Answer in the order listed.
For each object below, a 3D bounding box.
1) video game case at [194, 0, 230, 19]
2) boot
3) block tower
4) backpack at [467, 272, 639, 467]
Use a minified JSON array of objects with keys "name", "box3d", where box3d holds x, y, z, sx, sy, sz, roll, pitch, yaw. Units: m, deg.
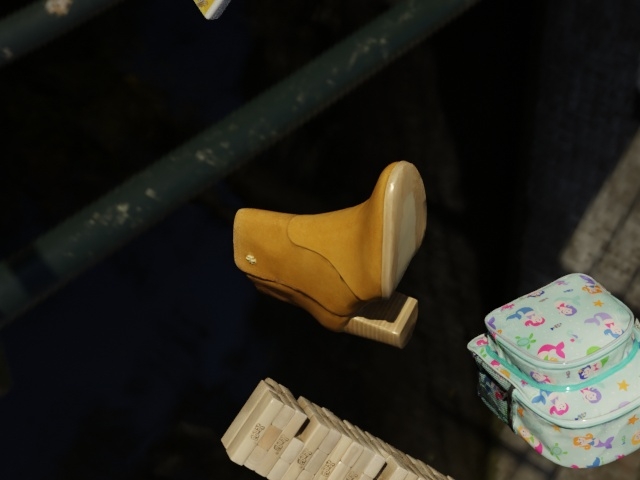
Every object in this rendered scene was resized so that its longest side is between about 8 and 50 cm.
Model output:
[{"name":"video game case","box3d":[-0.134,-0.428,1.614,0.026,0.206,0.227,-17,158,-46]},{"name":"boot","box3d":[0.000,0.000,1.394,0.104,0.211,0.295,-57,159,-33]},{"name":"block tower","box3d":[0.043,0.283,1.567,0.335,0.091,0.097,33,94,-22]},{"name":"backpack","box3d":[0.350,0.181,1.771,0.225,0.253,0.191,-23,131,-16]}]
